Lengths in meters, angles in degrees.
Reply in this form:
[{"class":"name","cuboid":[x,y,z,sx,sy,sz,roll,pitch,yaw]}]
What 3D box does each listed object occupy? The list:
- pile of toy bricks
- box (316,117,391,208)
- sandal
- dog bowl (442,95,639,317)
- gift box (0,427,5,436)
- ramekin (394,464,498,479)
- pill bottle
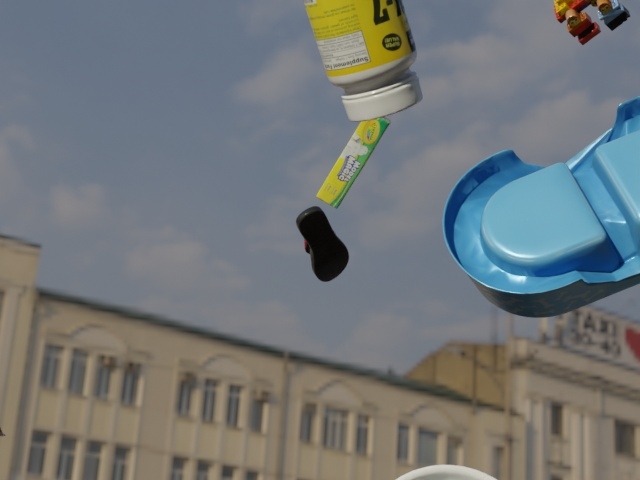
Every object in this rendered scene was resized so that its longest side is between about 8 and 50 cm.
[{"class":"pile of toy bricks","cuboid":[0.378,-0.366,1.788,0.105,0.118,0.212,35,-57,-29]},{"class":"box","cuboid":[0.059,-0.138,2.097,0.043,0.179,0.105,30,8,1]},{"class":"sandal","cuboid":[0.000,0.000,2.246,0.067,0.040,0.179,-31,-43,-8]},{"class":"dog bowl","cuboid":[0.263,-0.028,1.261,0.297,0.166,0.074,-23,-38,1]},{"class":"gift box","cuboid":[-0.512,0.170,1.503,0.276,0.258,0.255,46,-3,-35]},{"class":"ramekin","cuboid":[0.182,0.483,1.991,0.277,0.277,0.135,5,-29,-3]},{"class":"pill bottle","cuboid":[0.052,-0.262,1.690,0.119,0.208,0.119,-17,15,5]}]
